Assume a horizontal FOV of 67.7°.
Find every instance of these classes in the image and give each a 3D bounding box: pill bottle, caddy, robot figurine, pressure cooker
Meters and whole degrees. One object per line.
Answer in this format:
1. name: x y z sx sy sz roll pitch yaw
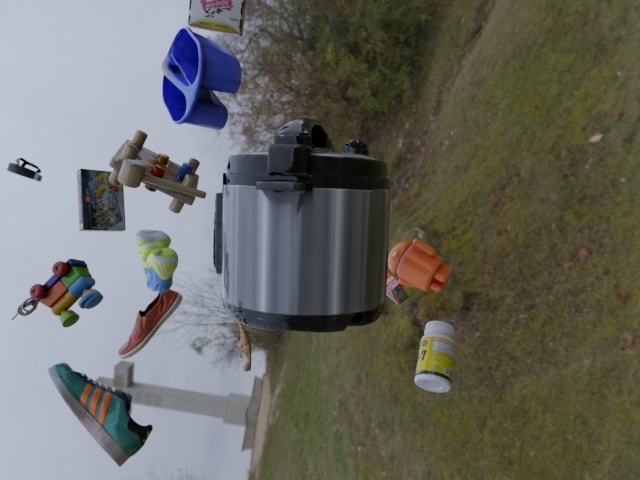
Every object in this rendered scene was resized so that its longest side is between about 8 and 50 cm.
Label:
1. pill bottle: 0.383 0.380 1.572 0.119 0.119 0.208 96 -170 -56
2. caddy: -0.374 -0.475 1.397 0.341 0.179 0.241 54 127 43
3. robot figurine: 0.314 0.084 1.558 0.128 0.219 0.158 -55 -22 -12
4. pressure cooker: -0.029 -0.046 1.028 0.370 0.375 0.420 13 102 57

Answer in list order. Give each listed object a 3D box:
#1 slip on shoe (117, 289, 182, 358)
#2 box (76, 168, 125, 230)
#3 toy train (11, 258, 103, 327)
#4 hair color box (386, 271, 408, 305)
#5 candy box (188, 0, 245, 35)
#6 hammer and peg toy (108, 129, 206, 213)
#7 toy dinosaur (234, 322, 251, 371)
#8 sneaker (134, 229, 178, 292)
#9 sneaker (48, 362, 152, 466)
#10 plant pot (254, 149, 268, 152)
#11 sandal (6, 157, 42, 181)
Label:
1. slip on shoe: -0.682 0.319 1.864 0.331 0.101 0.123 -50 24 -3
2. box: -0.838 -0.151 1.827 0.159 0.044 0.233 0 -96 -45
3. toy train: -0.713 0.180 1.294 0.248 0.143 0.105 -45 -16 2
4. hair color box: 0.244 0.158 1.772 0.167 0.053 0.093 39 166 50
5. candy box: -0.299 -0.741 1.407 0.071 0.159 0.233 -98 16 -71
6. hammer and peg toy: -0.485 -0.186 1.419 0.127 0.266 0.361 -56 23 16
7. toy dinosaur: -0.253 0.328 1.591 0.112 0.064 0.212 -161 58 -67
8. sneaker: -0.429 0.056 1.220 0.240 0.091 0.126 38 120 57
9. sneaker: -0.542 0.403 1.182 0.121 0.302 0.108 -39 -11 -33
10. plant pot: -0.248 -0.258 2.017 0.293 0.293 0.196 82 169 -82
11. sandal: -0.912 -0.224 1.483 0.254 0.097 0.054 12 82 57
